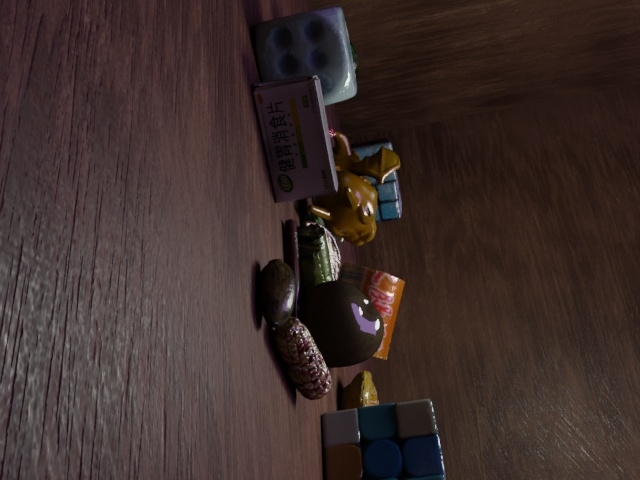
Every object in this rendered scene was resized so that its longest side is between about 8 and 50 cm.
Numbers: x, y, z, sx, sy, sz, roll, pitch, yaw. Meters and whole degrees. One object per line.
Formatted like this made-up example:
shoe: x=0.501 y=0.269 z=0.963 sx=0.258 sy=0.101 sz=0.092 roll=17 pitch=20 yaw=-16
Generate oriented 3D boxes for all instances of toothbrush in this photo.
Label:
toothbrush: x=-0.074 y=0.103 z=1.684 sx=0.041 sy=0.040 sz=0.364 roll=67 pitch=16 yaw=-59

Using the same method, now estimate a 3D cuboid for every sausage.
sausage: x=0.148 y=0.239 z=2.128 sx=0.233 sy=0.233 sz=0.287 roll=49 pitch=55 yaw=-75

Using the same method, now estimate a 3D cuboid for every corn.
corn: x=-0.045 y=0.282 z=1.486 sx=0.290 sy=0.098 sz=0.098 roll=68 pitch=15 yaw=-45

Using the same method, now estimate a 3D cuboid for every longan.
longan: x=0.048 y=0.227 z=1.703 sx=0.215 sy=0.245 sz=0.246 roll=40 pitch=-31 yaw=56

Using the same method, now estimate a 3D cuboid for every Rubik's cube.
Rubik's cube: x=0.173 y=-0.257 z=2.756 sx=0.344 sy=0.344 sz=0.338 roll=-61 pitch=140 yaw=-75
Rubik's cube: x=0.205 y=0.716 z=1.856 sx=0.347 sy=0.344 sz=0.347 roll=70 pitch=12 yaw=-47

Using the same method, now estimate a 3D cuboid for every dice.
dice: x=-0.039 y=-0.540 z=1.863 sx=0.262 sy=0.264 sz=0.268 roll=-77 pitch=157 yaw=-69

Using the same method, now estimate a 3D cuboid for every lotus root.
lotus root: x=-0.093 y=0.114 z=1.372 sx=0.089 sy=0.080 sz=0.179 roll=69 pitch=13 yaw=-48

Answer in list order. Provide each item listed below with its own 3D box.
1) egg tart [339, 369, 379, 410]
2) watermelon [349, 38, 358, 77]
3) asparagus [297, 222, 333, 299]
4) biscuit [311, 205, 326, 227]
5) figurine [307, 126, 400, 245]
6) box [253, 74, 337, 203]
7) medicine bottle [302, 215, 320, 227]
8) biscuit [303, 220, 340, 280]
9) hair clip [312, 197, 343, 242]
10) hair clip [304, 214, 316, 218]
egg tart: x=0.143 y=0.633 z=2.295 sx=0.319 sy=0.128 sz=0.319 roll=-7 pitch=90 yaw=-81
watermelon: x=0.002 y=-0.636 z=2.274 sx=0.285 sy=0.284 sz=0.285 roll=-9 pitch=90 yaw=-82
asparagus: x=-0.010 y=0.144 z=1.845 sx=0.128 sy=0.108 sz=0.382 roll=26 pitch=-49 yaw=61
biscuit: x=0.003 y=-0.025 z=2.376 sx=0.199 sy=0.040 sz=0.121 roll=71 pitch=14 yaw=-47
figurine: x=0.058 y=-0.203 z=2.174 sx=0.268 sy=0.400 sz=0.387 roll=-55 pitch=-152 yaw=40
box: x=-0.064 y=-0.282 z=1.719 sx=0.145 sy=0.173 sz=0.333 roll=-76 pitch=156 yaw=-75
medicine bottle: x=0.000 y=0.000 z=2.182 sx=0.309 sy=0.076 sz=0.111 roll=62 pitch=18 yaw=-63
biscuit: x=-0.010 y=0.060 z=1.934 sx=0.176 sy=0.031 sz=0.229 roll=9 pitch=86 yaw=-37
hair clip: x=0.066 y=-0.128 z=2.428 sx=0.282 sy=0.172 sz=0.113 roll=45 pitch=7 yaw=28
hair clip: x=-0.030 y=-0.078 z=2.214 sx=0.115 sy=0.039 sz=0.030 roll=-35 pitch=120 yaw=-84
